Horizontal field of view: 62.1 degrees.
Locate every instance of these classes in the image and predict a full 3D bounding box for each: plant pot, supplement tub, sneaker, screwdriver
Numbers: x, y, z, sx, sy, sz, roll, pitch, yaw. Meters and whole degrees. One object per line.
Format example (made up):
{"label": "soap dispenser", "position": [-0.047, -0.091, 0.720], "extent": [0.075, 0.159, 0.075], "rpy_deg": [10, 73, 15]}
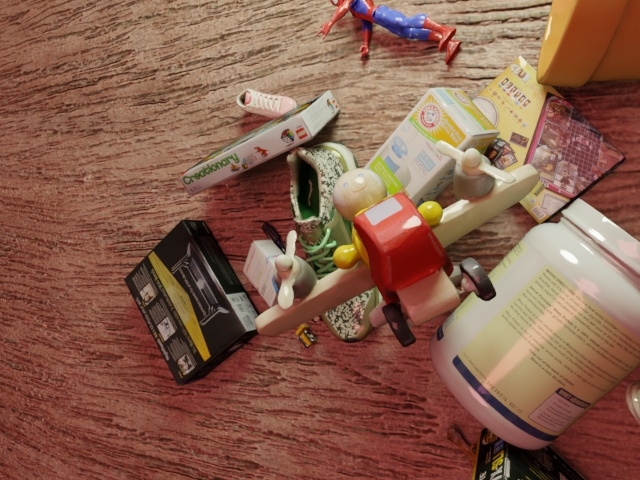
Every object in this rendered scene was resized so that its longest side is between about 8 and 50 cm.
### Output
{"label": "plant pot", "position": [0.448, -0.347, 0.737], "extent": [0.204, 0.291, 0.290], "rpy_deg": [15, 97, 12]}
{"label": "supplement tub", "position": [0.350, 0.123, 0.798], "extent": [0.235, 0.235, 0.324], "rpy_deg": [45, 110, 21]}
{"label": "sneaker", "position": [-0.123, -0.296, 1.153], "extent": [0.135, 0.070, 0.050], "rpy_deg": [13, 94, 27]}
{"label": "sneaker", "position": [0.000, 0.000, 1.020], "extent": [0.158, 0.182, 0.409], "rpy_deg": [-16, 83, 28]}
{"label": "screwdriver", "position": [-0.074, 0.029, 1.159], "extent": [0.024, 0.025, 0.170], "rpy_deg": [-43, 79, 21]}

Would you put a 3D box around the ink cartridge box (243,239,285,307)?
{"label": "ink cartridge box", "position": [-0.105, 0.068, 1.127], "extent": [0.122, 0.052, 0.088], "rpy_deg": [46, 128, 34]}

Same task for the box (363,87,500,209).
{"label": "box", "position": [0.189, -0.155, 0.930], "extent": [0.114, 0.103, 0.203], "rpy_deg": [56, 132, 17]}

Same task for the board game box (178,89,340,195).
{"label": "board game box", "position": [-0.122, -0.199, 1.085], "extent": [0.306, 0.193, 0.053], "rpy_deg": [-20, 109, 27]}

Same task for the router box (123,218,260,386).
{"label": "router box", "position": [-0.301, 0.143, 1.243], "extent": [0.243, 0.081, 0.308], "rpy_deg": [-40, 72, 22]}

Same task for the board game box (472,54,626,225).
{"label": "board game box", "position": [0.359, -0.169, 0.903], "extent": [0.165, 0.042, 0.243], "rpy_deg": [-43, 70, 22]}

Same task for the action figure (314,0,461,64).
{"label": "action figure", "position": [0.108, -0.391, 1.012], "extent": [0.280, 0.091, 0.139], "rpy_deg": [38, 98, 23]}

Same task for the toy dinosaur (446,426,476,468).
{"label": "toy dinosaur", "position": [0.301, 0.421, 0.932], "extent": [0.112, 0.064, 0.211], "rpy_deg": [-43, 60, 35]}

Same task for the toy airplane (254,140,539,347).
{"label": "toy airplane", "position": [0.116, 0.010, 0.843], "extent": [0.384, 0.386, 0.272], "rpy_deg": [-42, 74, 47]}

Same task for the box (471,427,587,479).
{"label": "box", "position": [0.360, 0.424, 0.749], "extent": [0.322, 0.257, 0.079], "rpy_deg": [43, 111, 10]}

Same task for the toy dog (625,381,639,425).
{"label": "toy dog", "position": [0.587, 0.272, 0.700], "extent": [0.333, 0.220, 0.161], "rpy_deg": [57, 136, 7]}

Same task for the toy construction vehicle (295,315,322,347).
{"label": "toy construction vehicle", "position": [-0.029, 0.163, 1.124], "extent": [0.098, 0.035, 0.085], "rpy_deg": [47, 122, 23]}
